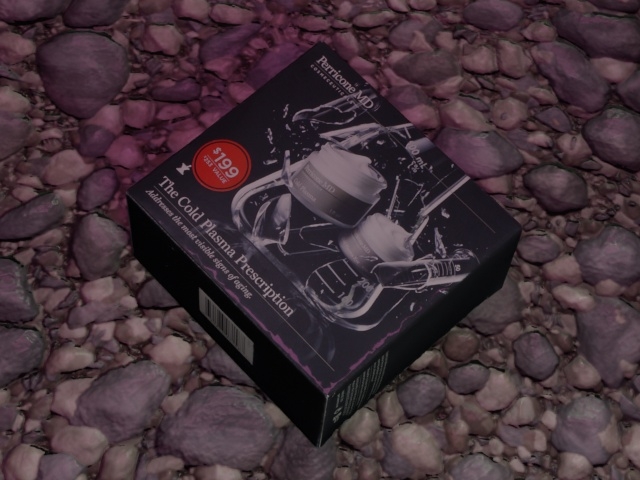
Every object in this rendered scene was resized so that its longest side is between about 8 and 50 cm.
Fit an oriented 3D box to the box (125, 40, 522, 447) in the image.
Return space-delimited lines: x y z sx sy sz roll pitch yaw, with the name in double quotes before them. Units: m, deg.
"box" 0.000 0.000 1.936 0.312 0.179 0.343 -40 73 -20
